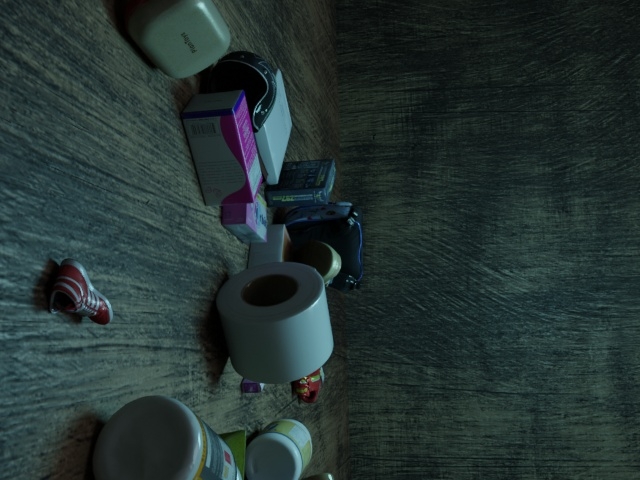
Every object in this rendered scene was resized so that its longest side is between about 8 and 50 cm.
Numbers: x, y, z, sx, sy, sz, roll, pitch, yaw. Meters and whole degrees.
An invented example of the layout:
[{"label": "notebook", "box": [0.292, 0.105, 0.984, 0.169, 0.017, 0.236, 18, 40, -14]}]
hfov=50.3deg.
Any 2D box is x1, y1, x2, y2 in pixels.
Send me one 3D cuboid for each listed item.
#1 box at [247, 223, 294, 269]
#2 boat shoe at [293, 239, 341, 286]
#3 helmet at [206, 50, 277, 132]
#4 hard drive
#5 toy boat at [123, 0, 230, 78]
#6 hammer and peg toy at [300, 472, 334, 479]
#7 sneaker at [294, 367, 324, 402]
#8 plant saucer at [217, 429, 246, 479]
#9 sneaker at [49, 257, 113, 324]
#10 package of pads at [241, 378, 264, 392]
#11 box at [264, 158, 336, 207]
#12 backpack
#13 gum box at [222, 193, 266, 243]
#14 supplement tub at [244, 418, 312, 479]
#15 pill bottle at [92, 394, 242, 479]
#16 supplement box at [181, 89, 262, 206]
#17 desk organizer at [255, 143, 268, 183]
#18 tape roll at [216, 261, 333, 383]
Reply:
[{"label": "box", "box": [-0.132, 0.062, 1.827, 0.130, 0.091, 0.170, 71, 19, -56]}, {"label": "boat shoe", "box": [-0.019, 0.075, 1.898, 0.341, 0.110, 0.122, -8, -115, 64]}, {"label": "helmet", "box": [-0.174, -0.336, 1.519, 0.169, 0.169, 0.162, 33, 71, -77]}, {"label": "hard drive", "box": [-0.142, -0.345, 2.036, 0.319, 0.040, 0.210, -81, 164, -49]}, {"label": "toy boat", "box": [-0.261, -0.395, 1.199, 0.151, 0.151, 0.231, 60, 2, 18]}, {"label": "hammer and peg toy", "box": [-0.126, 0.478, 1.007, 0.266, 0.361, 0.127, 73, -2, -57]}, {"label": "sneaker", "box": [-0.045, 0.437, 2.182, 0.279, 0.107, 0.118, 71, 28, -49]}, {"label": "plant saucer", "box": [-0.200, 0.448, 1.245, 0.188, 0.045, 0.188, -30, -127, 53]}, {"label": "sneaker", "box": [-0.320, 0.088, 0.907, 0.067, 0.042, 0.118, -87, 161, -49]}, {"label": "package of pads", "box": [-0.162, 0.347, 1.688, 0.083, 0.050, 0.032, -62, 147, -72]}, {"label": "box", "box": [-0.056, -0.176, 2.062, 0.233, 0.183, 0.059, -76, 160, -60]}, {"label": "backpack", "box": [0.000, 0.000, 2.107, 0.213, 0.263, 0.277, -86, 174, -64]}, {"label": "gum box", "box": [-0.181, -0.065, 1.669, 0.188, 0.062, 0.107, 54, 35, -72]}, {"label": "supplement tub", "box": [-0.101, 0.533, 1.706, 0.199, 0.144, 0.144, 4, 83, -80]}, {"label": "pill bottle", "box": [-0.220, 0.357, 1.052, 0.278, 0.162, 0.162, 70, 19, -56]}, {"label": "supplement box", "box": [-0.204, -0.194, 1.447, 0.114, 0.111, 0.220, -79, 163, -56]}, {"label": "desk organizer", "box": [-0.170, -0.181, 1.696, 0.130, 0.047, 0.050, 70, 22, -58]}, {"label": "tape roll", "box": [-0.101, 0.180, 1.537, 0.246, 0.246, 0.169, -76, 160, -58]}]
